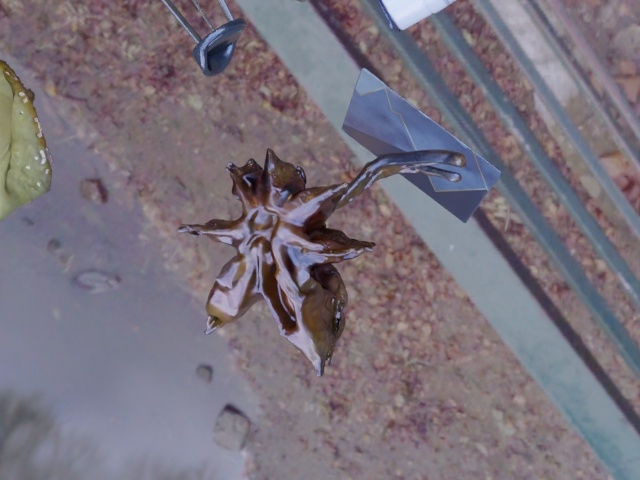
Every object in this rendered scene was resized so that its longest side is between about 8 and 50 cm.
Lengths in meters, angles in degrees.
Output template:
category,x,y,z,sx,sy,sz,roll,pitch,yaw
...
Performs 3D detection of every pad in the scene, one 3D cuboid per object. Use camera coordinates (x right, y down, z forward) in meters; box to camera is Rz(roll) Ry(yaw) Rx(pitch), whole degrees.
category,x,y,z,sx,sy,sz,roll,pitch,yaw
pad,0.137,-0.131,1.221,0.243,0.004,0.164,39,155,9

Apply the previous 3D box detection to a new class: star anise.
category,x,y,z,sx,sy,sz,roll,pitch,yaw
star anise,0.001,-0.002,0.901,0.346,0.148,0.237,-35,87,3

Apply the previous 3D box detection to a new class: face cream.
category,x,y,z,sx,sy,sz,roll,pitch,yaw
face cream,0.173,-0.297,0.872,0.243,0.092,0.058,-26,87,19

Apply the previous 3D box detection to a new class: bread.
category,x,y,z,sx,sy,sz,roll,pitch,yaw
bread,-0.489,-0.140,1.160,0.162,0.204,0.262,31,142,29

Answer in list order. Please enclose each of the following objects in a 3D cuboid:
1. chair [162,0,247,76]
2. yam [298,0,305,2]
category,x,y,z,sx,sy,sz,roll,pitch,yaw
chair,-0.181,-0.353,1.216,0.095,0.104,0.222,-27,95,33
yam,0.025,-0.385,1.116,0.078,0.179,0.078,50,166,17
